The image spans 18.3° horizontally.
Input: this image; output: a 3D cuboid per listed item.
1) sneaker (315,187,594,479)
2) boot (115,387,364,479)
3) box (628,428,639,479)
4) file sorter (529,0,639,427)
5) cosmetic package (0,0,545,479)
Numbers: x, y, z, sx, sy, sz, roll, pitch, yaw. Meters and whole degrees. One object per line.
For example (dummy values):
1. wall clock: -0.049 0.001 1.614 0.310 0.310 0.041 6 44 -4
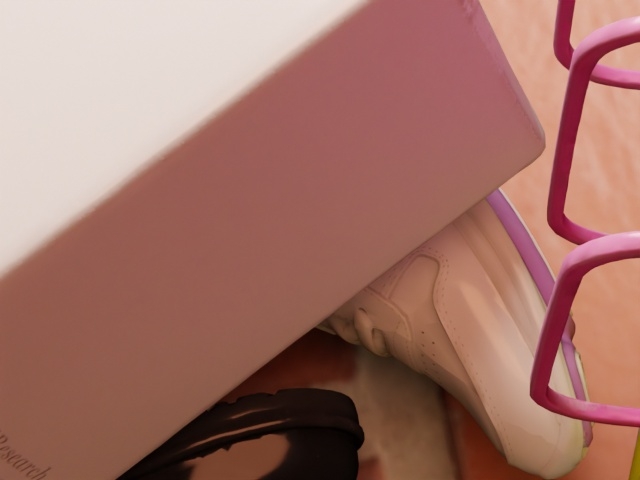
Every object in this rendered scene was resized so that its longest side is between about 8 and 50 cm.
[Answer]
1. sneaker: 0.000 0.000 0.881 0.152 0.114 0.305 -37 65 -3
2. boot: -0.069 0.193 0.799 0.246 0.094 0.207 -21 66 0
3. box: 0.259 0.142 0.774 0.279 0.177 0.290 13 70 5
4. file sorter: 0.158 0.037 0.615 0.182 0.202 0.290 3 70 5
5. cosmetic package: -0.168 -0.006 0.774 0.453 0.161 0.230 -38 58 -1
